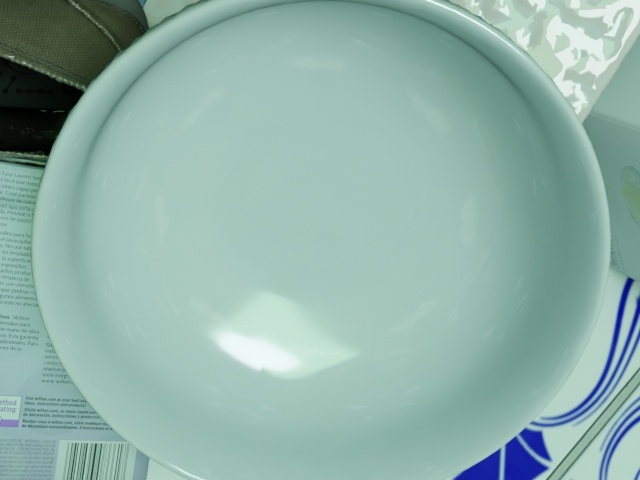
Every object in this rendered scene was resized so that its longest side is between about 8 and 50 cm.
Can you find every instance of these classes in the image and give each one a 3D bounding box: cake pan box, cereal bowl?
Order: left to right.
[{"bbox_3d":[-0.235,0.061,0.529,0.266,0.070,0.246,6,96,-19],"label":"cake pan box"},{"bbox_3d":[0.000,0.000,0.481,0.338,0.141,0.339,-1,114,-3],"label":"cereal bowl"}]

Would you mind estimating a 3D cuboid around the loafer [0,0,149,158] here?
[{"bbox_3d":[-0.258,-0.098,0.413,0.365,0.134,0.130,-9,59,-32],"label":"loafer"}]

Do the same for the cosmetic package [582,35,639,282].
[{"bbox_3d":[0.343,-0.041,0.591,0.138,0.224,0.224,-42,132,-9],"label":"cosmetic package"}]

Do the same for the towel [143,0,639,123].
[{"bbox_3d":[0.079,-0.220,0.524,0.331,0.053,0.317,29,105,-1],"label":"towel"}]
